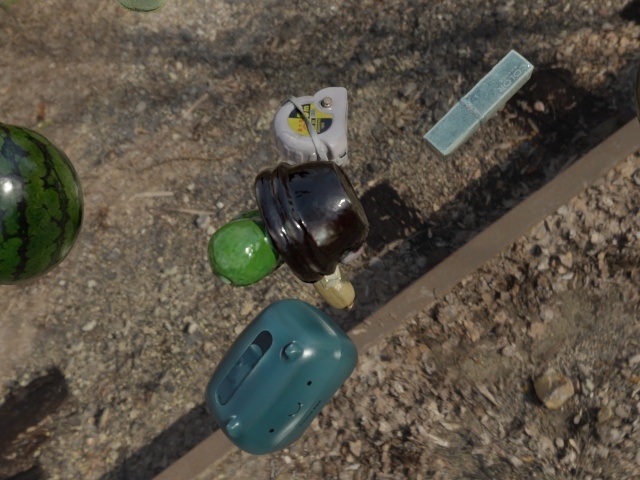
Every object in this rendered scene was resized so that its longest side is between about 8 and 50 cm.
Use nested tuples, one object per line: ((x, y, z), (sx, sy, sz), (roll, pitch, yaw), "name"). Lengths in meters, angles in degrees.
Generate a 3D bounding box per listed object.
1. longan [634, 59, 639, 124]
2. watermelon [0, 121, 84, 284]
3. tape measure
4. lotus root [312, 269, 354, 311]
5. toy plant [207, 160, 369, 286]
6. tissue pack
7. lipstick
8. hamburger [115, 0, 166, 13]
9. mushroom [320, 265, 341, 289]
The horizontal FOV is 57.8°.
((0.469, -0.158, 0.606), (0.258, 0.258, 0.257), (-9, 64, 20), "longan")
((-0.292, -0.053, 0.521), (0.141, 0.141, 0.187), (2, 104, 25), "watermelon")
((-0.022, -0.281, 1.455), (0.197, 0.120, 0.236), (3, 58, 0), "tape measure")
((0.025, 0.098, 1.285), (0.073, 0.150, 0.062), (-39, 16, 4), "lotus root")
((-0.057, -0.014, 0.826), (0.235, 0.218, 0.175), (-25, 94, 11), "toy plant")
((-0.085, 0.257, 1.107), (0.287, 0.206, 0.198), (-51, 55, 8), "tissue pack")
((0.368, -0.313, 1.350), (0.290, 0.076, 0.077), (-45, 75, 5), "lipstick")
((-0.408, -0.592, 1.316), (0.062, 0.133, 0.139), (-113, 36, -52), "hamburger")
((-0.003, 0.000, 1.119), (0.054, 0.059, 0.202), (-50, 46, 49), "mushroom")
